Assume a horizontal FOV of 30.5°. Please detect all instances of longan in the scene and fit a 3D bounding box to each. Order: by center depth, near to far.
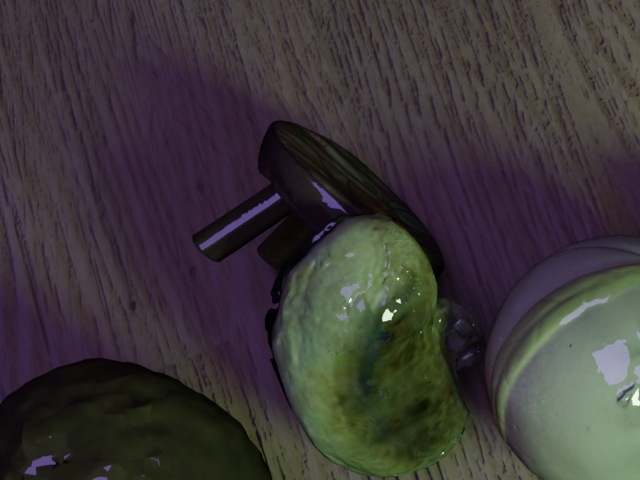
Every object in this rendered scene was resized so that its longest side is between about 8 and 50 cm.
[{"bbox_3d":[-0.238,0.328,1.342,0.391,0.391,0.391,-5,73,18],"label":"longan"}]

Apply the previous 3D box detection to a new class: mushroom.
[{"bbox_3d":[0.072,0.140,1.305,0.247,0.344,0.130,-11,37,-5],"label":"mushroom"}]

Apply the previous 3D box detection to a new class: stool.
[{"bbox_3d":[0.000,0.000,1.432,0.272,0.272,0.178,46,105,24],"label":"stool"}]

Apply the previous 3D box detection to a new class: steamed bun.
[{"bbox_3d":[0.298,0.139,1.276,0.309,0.309,0.309,-5,73,18],"label":"steamed bun"}]
